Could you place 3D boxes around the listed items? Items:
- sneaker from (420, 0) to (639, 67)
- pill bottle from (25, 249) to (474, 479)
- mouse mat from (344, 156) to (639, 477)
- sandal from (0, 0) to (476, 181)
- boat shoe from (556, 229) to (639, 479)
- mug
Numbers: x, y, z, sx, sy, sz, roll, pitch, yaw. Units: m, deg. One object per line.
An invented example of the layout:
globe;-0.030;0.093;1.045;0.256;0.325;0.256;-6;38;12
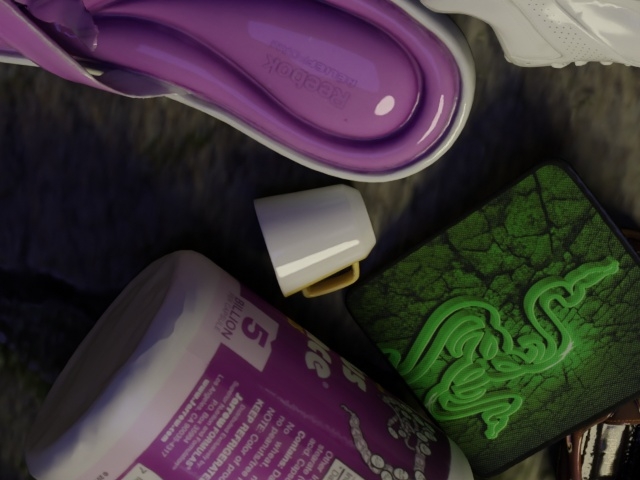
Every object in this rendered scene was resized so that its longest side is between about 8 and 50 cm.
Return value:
sneaker;0.158;-0.136;1.033;0.232;0.090;0.115;22;143;-20
pill bottle;-0.014;0.154;1.108;0.301;0.169;0.169;38;109;-15
mouse mat;0.119;0.051;1.098;0.190;0.007;0.152;-35;94;36
sandal;-0.104;-0.145;1.011;0.416;0.102;0.169;18;113;-7
boat shoe;0.188;0.099;1.133;0.073;0.073;0.207;0;113;0
mug;-0.001;-0.004;1.106;0.064;0.078;0.062;-19;80;0
